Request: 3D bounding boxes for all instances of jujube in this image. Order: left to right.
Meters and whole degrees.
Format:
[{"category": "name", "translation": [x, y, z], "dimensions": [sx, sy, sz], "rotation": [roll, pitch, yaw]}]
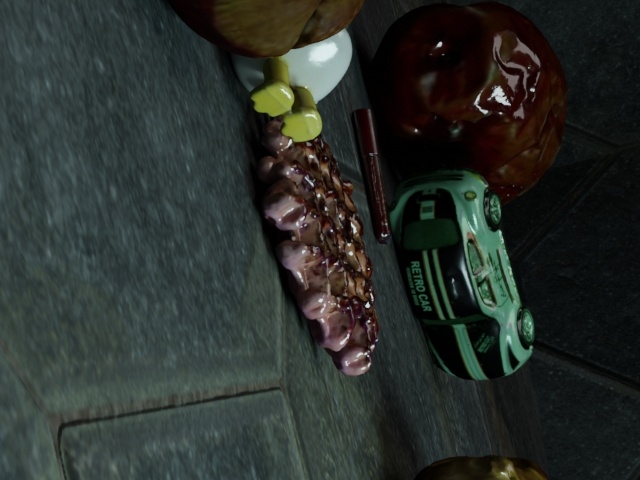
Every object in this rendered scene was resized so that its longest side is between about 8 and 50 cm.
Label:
[{"category": "jujube", "translation": [0.211, -0.193, 2.234], "dimensions": [0.377, 0.276, 0.276], "rotation": [39, 38, -71]}]

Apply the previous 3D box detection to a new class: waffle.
[{"category": "waffle", "translation": [0.000, 0.000, 1.378], "dimensions": [0.221, 0.055, 0.234], "rotation": [-86, 154, -57]}]

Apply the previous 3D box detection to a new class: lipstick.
[{"category": "lipstick", "translation": [0.063, -0.078, 1.916], "dimensions": [0.027, 0.027, 0.176], "rotation": [54, 25, -64]}]

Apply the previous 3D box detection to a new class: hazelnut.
[{"category": "hazelnut", "translation": [-0.049, -0.227, 1.139], "dimensions": [0.204, 0.178, 0.178], "rotation": [-10, 84, -49]}]

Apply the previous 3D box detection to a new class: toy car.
[{"category": "toy car", "translation": [0.178, 0.059, 2.053], "dimensions": [0.125, 0.136, 0.306], "rotation": [-47, 125, -57]}]

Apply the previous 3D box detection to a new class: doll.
[{"category": "doll", "translation": [-0.030, -0.212, 1.373], "dimensions": [0.138, 0.119, 0.293], "rotation": [47, 33, -42]}]

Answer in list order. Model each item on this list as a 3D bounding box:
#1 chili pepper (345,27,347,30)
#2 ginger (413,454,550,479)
[{"category": "chili pepper", "translation": [0.012, -0.265, 1.854], "dimensions": [0.050, 0.041, 0.153], "rotation": [126, -32, -43]}, {"category": "ginger", "translation": [0.172, 0.342, 1.538], "dimensions": [0.357, 0.152, 0.274], "rotation": [-79, 152, -65]}]
